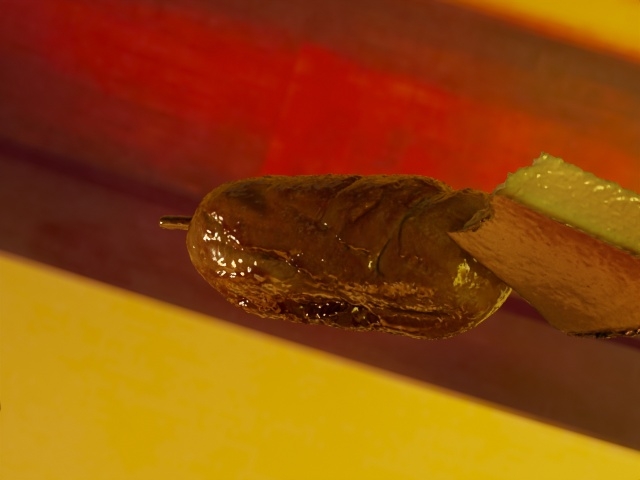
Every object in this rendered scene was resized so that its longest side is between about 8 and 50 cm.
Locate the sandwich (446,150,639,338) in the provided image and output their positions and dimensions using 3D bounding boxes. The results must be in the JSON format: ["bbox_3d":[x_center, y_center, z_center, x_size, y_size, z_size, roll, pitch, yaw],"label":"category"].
[{"bbox_3d":[0.186,-0.002,1.343,0.162,0.058,0.193,39,-26,-25],"label":"sandwich"}]

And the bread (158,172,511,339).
[{"bbox_3d":[0.001,0.001,1.539,0.344,0.124,0.084,7,-19,36],"label":"bread"}]
